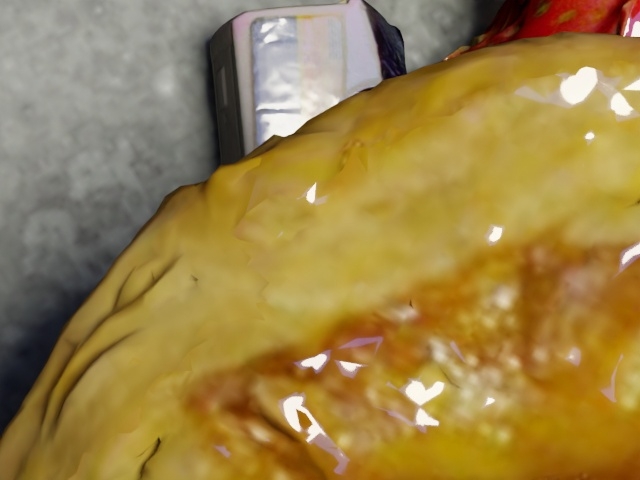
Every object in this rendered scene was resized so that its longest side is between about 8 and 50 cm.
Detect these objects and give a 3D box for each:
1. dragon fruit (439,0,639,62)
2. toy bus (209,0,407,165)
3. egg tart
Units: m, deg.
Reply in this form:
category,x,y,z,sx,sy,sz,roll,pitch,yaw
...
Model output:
category,x,y,z,sx,sy,sz,roll,pitch,yaw
dragon fruit,0.095,-0.065,0.654,0.111,0.153,0.153,2,83,-6
toy bus,0.000,0.000,0.641,0.072,0.057,0.172,-4,86,-15
egg tart,0.099,0.145,0.541,0.443,0.178,0.443,1,104,2
